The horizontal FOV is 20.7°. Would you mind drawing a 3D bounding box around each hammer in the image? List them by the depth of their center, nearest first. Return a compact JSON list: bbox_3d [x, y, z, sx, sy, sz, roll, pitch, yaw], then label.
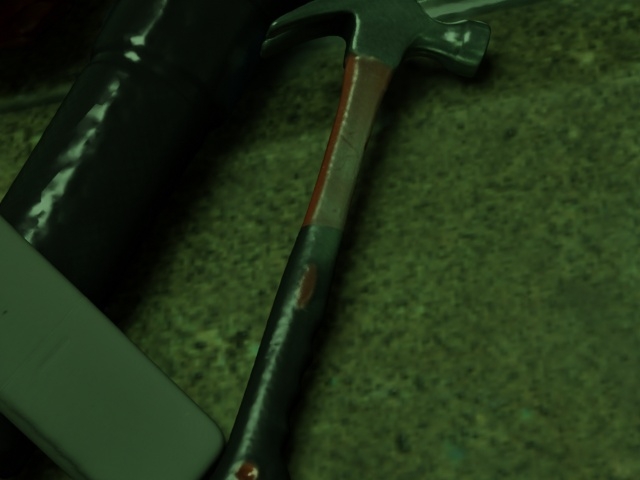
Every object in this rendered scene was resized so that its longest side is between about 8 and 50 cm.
[{"bbox_3d":[0.000,0.000,0.853,0.111,0.033,0.287,17,66,-3],"label":"hammer"}]

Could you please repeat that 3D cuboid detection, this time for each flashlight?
[{"bbox_3d":[-0.095,-0.067,0.913,0.103,0.103,0.424,16,65,28],"label":"flashlight"}]

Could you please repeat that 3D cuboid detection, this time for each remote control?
[{"bbox_3d":[-0.153,0.028,0.799,0.067,0.261,0.029,-51,13,-26],"label":"remote control"}]

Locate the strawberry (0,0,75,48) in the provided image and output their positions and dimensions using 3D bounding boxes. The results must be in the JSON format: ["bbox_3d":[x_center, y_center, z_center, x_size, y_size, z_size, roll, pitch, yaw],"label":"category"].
[{"bbox_3d":[-0.231,-0.168,1.004,0.280,0.150,0.253,-48,34,-12],"label":"strawberry"}]
